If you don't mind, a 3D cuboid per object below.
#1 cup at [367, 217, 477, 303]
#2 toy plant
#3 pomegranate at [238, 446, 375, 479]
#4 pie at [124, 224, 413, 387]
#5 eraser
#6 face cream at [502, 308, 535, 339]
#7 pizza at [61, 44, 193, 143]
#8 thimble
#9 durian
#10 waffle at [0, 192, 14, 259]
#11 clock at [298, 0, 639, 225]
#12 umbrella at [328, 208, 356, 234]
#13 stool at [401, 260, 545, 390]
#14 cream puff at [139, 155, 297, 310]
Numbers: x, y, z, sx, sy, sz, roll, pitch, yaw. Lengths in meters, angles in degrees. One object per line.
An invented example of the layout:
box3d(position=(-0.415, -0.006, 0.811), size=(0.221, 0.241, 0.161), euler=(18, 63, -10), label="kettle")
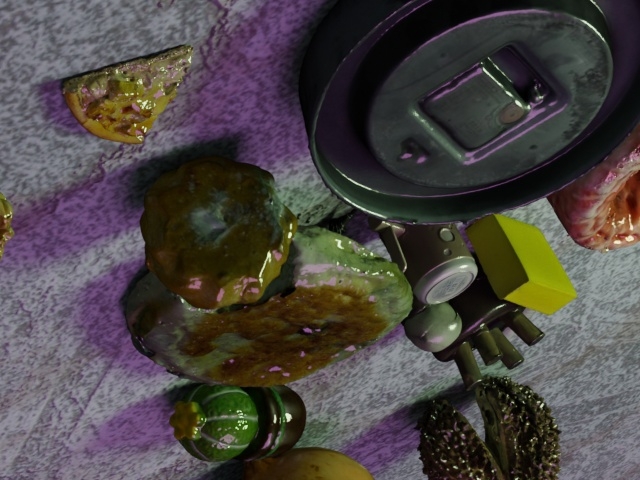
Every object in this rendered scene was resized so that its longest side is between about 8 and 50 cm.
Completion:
box3d(position=(0.105, 0.004, 1.925), size=(0.074, 0.099, 0.102), euler=(-32, 156, 5), label="cup")
box3d(position=(-0.095, 0.196, 2.097), size=(0.162, 0.092, 0.093), euler=(5, 139, -46), label="toy plant")
box3d(position=(-0.024, 0.350, 2.341), size=(0.209, 0.209, 0.209), euler=(-24, 155, -12), label="pomegranate")
box3d(position=(-0.049, 0.071, 1.885), size=(0.303, 0.066, 0.302), euler=(-10, 157, -4), label="pie")
box3d(position=(0.218, 0.026, 2.091), size=(0.045, 0.097, 0.122), euler=(-37, 154, 22), label="eraser")
box3d(position=(0.240, 0.082, 2.298), size=(0.034, 0.034, 0.130), euler=(-12, 150, -33), label="face cream")
box3d(position=(-0.144, -0.118, 1.516), size=(0.109, 0.026, 0.123), euler=(-36, 154, 10), label="pizza")
box3d(position=(0.307, -0.117, 1.842), size=(0.239, 0.162, 0.239), euler=(-21, 152, -12), label="thimble")
box3d(position=(0.219, 0.272, 2.454), size=(0.196, 0.196, 0.167), euler=(-32, 150, 6), label="durian")
box3d(position=(-0.329, 0.005, 1.530), size=(0.192, 0.046, 0.160), euler=(5, 138, -50), label="waffle")
box3d(position=(0.136, -0.137, 1.638), size=(0.319, 0.066, 0.319), euler=(-12, 142, -10), label="clock")
box3d(position=(0.004, 0.002, 1.913), size=(0.022, 0.022, 0.149), euler=(27, 133, -10), label="umbrella")
box3d(position=(0.159, 0.091, 2.134), size=(0.125, 0.121, 0.217), euler=(-41, 158, 28), label="stool")
box3d(position=(-0.096, -0.003, 1.673), size=(0.146, 0.146, 0.116), euler=(-19, 171, -20), label="cream puff")
